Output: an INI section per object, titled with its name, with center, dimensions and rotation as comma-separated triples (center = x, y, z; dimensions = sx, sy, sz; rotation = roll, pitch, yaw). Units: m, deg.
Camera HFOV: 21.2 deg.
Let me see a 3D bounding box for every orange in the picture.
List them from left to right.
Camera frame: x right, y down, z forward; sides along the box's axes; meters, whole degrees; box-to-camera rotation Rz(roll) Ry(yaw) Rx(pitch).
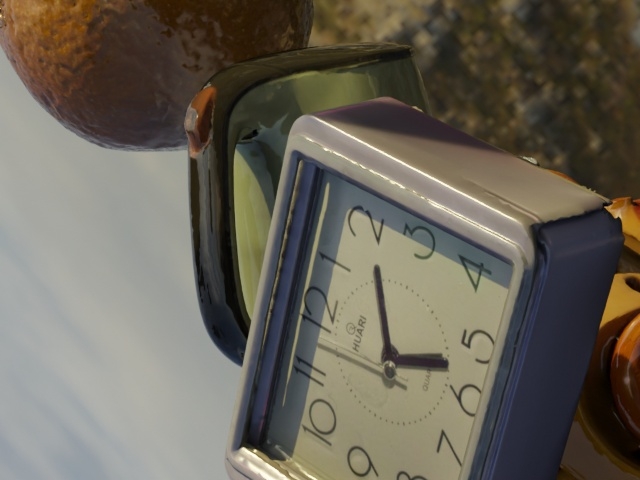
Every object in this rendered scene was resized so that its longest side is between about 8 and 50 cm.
[orange]
center = -0.169, -0.265, 1.709
dimensions = 0.322, 0.322, 0.357
rotation = -129, 29, -53

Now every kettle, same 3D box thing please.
[kettle]
center = 0.000, 0.000, 1.135
dimensions = 0.240, 0.165, 0.255
rotation = -19, -77, -53

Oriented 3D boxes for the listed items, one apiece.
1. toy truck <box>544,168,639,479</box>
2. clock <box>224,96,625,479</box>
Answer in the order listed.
[toy truck]
center = 0.174, 0.098, 0.939
dimensions = 0.204, 0.211, 0.288
rotation = 6, -156, -49
[clock]
center = 0.040, 0.048, 0.762
dimensions = 0.144, 0.193, 0.073
rotation = 28, -153, 35
